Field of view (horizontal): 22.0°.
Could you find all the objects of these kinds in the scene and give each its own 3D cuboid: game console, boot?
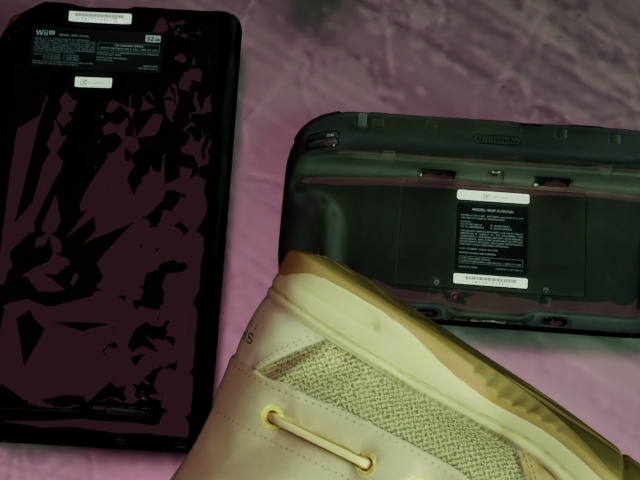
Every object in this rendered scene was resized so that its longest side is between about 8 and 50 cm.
[{"bbox_3d":[0.000,0.000,0.778,0.361,0.044,0.213,4,74,2],"label":"game console"},{"bbox_3d":[0.039,0.153,0.670,0.262,0.095,0.203,35,94,17],"label":"boot"}]
